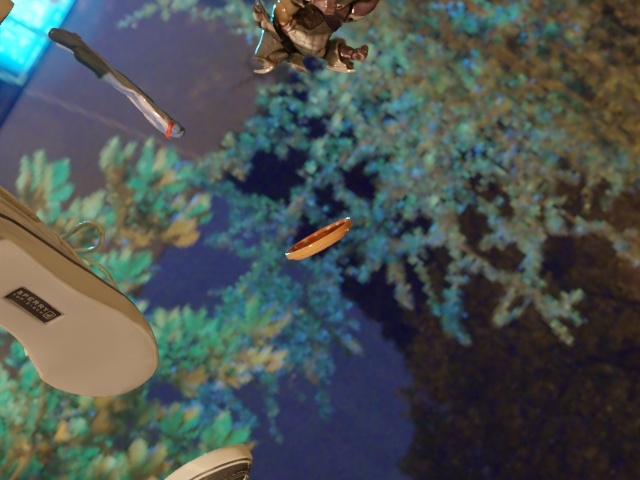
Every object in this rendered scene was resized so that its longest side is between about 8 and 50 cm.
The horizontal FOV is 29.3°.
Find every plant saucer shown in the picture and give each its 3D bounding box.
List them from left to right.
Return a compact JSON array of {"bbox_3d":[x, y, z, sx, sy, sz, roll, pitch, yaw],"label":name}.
[{"bbox_3d":[0.000,0.000,1.358,0.013,0.084,0.083,61,-167,-8],"label":"plant saucer"}]

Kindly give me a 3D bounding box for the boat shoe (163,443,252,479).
[{"bbox_3d":[-0.121,0.250,1.038,0.083,0.183,0.065,51,155,23],"label":"boat shoe"}]

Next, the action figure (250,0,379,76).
[{"bbox_3d":[0.031,-0.296,1.540,0.099,0.285,0.185,58,-174,19],"label":"action figure"}]

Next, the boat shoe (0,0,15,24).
[{"bbox_3d":[-0.341,-0.149,0.962,0.088,0.096,0.267,48,-138,-14],"label":"boat shoe"}]

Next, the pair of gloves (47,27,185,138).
[{"bbox_3d":[-0.205,-0.159,1.249,0.159,0.023,0.198,42,180,-5],"label":"pair of gloves"}]

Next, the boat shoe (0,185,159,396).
[{"bbox_3d":[-0.297,0.033,1.287,0.367,0.136,0.156,47,-162,-51],"label":"boat shoe"}]
